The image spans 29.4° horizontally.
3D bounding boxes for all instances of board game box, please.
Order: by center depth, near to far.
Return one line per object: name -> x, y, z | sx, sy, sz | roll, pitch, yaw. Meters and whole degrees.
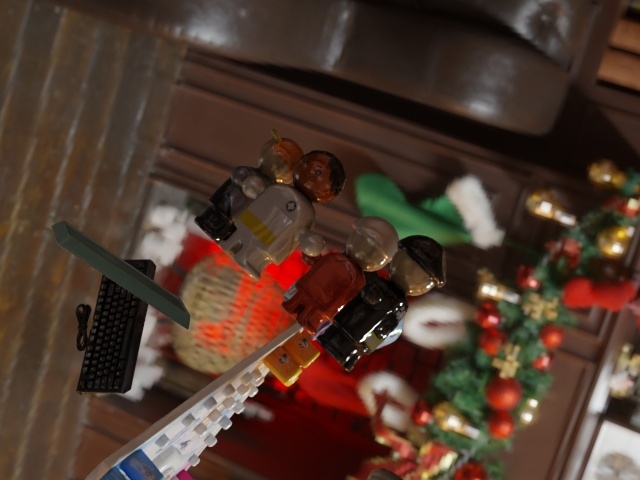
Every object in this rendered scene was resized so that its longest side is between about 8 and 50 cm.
board game box -> -0.201, 0.296, 1.424 | 0.390, 0.050, 0.390 | -52, 169, 35

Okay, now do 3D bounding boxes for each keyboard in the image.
keyboard -> -0.273, 0.108, 1.552 | 0.023, 0.108, 0.180 | 44, 48, -52

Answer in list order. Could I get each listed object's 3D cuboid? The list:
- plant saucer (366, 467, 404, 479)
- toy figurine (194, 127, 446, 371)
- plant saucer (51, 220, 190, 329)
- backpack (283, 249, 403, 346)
plant saucer -> 0.117, 0.387, 1.369 | 0.041, 0.278, 0.278 | -26, 140, -18
toy figurine -> 0.000, 0.000, 1.189 | 0.148, 0.209, 0.213 | -46, -164, -3
plant saucer -> -0.230, 0.039, 1.428 | 0.192, 0.067, 0.018 | 38, 95, -26
backpack -> 0.045, 0.115, 2.020 | 0.117, 0.173, 0.158 | -33, -178, -42
